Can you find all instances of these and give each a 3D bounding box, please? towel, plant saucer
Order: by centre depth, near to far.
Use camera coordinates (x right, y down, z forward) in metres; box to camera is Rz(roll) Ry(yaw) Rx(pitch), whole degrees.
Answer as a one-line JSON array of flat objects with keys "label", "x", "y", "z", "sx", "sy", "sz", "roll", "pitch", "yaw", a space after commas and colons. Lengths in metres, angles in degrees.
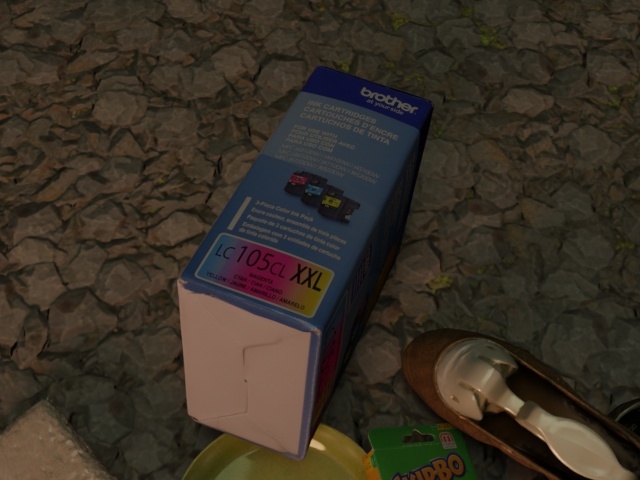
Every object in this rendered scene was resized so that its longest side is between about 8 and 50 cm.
[{"label": "towel", "x": -0.276, "y": 0.317, "z": 0.913, "sx": 0.187, "sy": 0.049, "sz": 0.282, "roll": -41, "pitch": 64, "yaw": -13}, {"label": "plant saucer", "x": -0.041, "y": 0.308, "z": 0.944, "sx": 0.241, "sy": 0.037, "sz": 0.241, "roll": 0, "pitch": 59, "yaw": 0}]

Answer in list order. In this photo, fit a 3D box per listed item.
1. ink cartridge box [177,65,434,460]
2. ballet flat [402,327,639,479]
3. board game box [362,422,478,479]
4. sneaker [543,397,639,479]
[{"label": "ink cartridge box", "x": 0.000, "y": 0.000, "z": 0.982, "sx": 0.151, "sy": 0.270, "sz": 0.395, "roll": 19, "pitch": 52, "yaw": 9}, {"label": "ballet flat", "x": 0.218, "y": 0.184, "z": 0.926, "sx": 0.342, "sy": 0.124, "sz": 0.116, "roll": 35, "pitch": 86, "yaw": 30}, {"label": "board game box", "x": 0.128, "y": 0.317, "z": 0.917, "sx": 0.124, "sy": 0.039, "sz": 0.259, "roll": 3, "pitch": 57, "yaw": -28}, {"label": "sneaker", "x": 0.306, "y": 0.238, "z": 0.970, "sx": 0.066, "sy": 0.071, "sz": 0.188, "roll": 38, "pitch": 65, "yaw": 20}]
